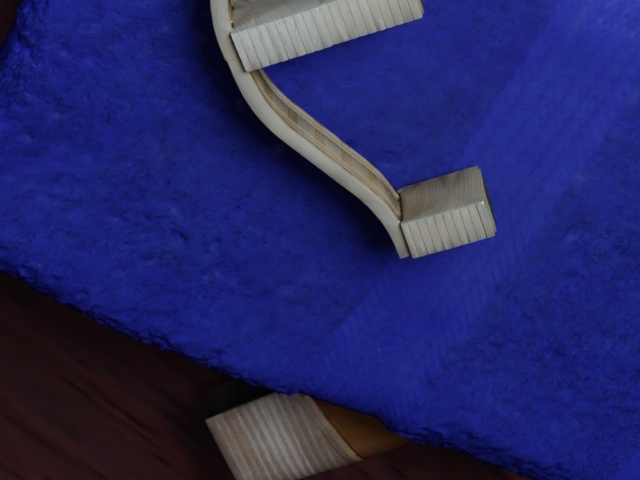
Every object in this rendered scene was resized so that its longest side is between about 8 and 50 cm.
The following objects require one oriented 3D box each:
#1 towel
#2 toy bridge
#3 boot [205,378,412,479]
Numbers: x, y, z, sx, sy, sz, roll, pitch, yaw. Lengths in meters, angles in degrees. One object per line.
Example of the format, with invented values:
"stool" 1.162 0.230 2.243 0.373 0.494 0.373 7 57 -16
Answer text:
"towel" 0.036 -0.036 0.623 0.308 0.076 0.227 21 121 -18
"toy bridge" -0.001 -0.071 0.532 0.063 0.026 0.188 -16 125 10
"boot" 0.000 0.000 0.725 0.152 0.073 0.197 -25 115 3
